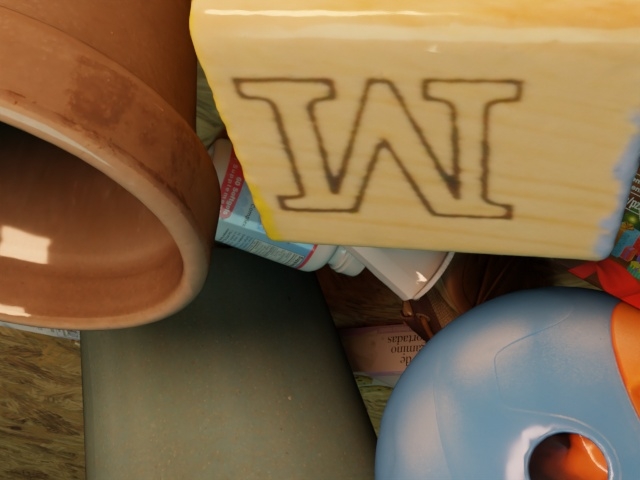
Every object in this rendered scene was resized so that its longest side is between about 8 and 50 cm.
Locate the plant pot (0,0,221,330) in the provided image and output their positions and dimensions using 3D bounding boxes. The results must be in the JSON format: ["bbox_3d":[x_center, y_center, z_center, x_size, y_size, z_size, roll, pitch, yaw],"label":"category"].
[{"bbox_3d":[-0.173,-0.101,0.504,0.263,0.229,0.263,8,151,5],"label":"plant pot"}]

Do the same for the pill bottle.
[{"bbox_3d":[-0.032,-0.024,0.739,0.160,0.087,0.087,19,149,-17],"label":"pill bottle"}]

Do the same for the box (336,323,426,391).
[{"bbox_3d":[0.050,0.148,1.040,0.324,0.063,0.067,-7,147,28],"label":"box"}]

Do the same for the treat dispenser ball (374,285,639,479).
[{"bbox_3d":[0.184,0.179,0.635,0.288,0.288,0.288,8,151,4],"label":"treat dispenser ball"}]

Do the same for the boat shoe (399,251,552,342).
[{"bbox_3d":[0.141,0.056,0.823,0.123,0.123,0.342,29,166,36],"label":"boat shoe"}]

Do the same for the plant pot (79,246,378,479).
[{"bbox_3d":[-0.090,0.199,0.828,0.341,0.334,0.341,-13,156,-6],"label":"plant pot"}]

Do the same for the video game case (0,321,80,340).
[{"bbox_3d":[-0.284,0.042,0.960,0.244,0.061,0.269,13,151,-4],"label":"video game case"}]

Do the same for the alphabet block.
[{"bbox_3d":[0.064,-0.115,0.448,0.197,0.192,0.193,3,148,11],"label":"alphabet block"}]

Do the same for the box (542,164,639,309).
[{"bbox_3d":[0.308,-0.006,0.517,0.293,0.057,0.201,29,131,15],"label":"box"}]

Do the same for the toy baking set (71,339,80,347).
[{"bbox_3d":[-0.228,0.172,1.202,0.256,0.030,0.197,18,150,-13],"label":"toy baking set"}]

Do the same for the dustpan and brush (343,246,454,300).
[{"bbox_3d":[0.073,-0.066,0.625,0.147,0.060,0.211,41,109,7],"label":"dustpan and brush"}]
